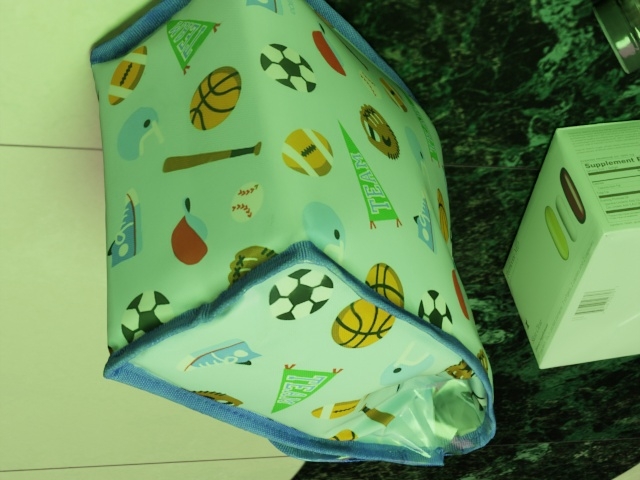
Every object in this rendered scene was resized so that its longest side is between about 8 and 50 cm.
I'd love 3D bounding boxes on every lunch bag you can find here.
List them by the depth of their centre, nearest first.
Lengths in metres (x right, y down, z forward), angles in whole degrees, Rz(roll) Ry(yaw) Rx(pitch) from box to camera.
[{"bbox_3d":[0.000,0.000,0.935,0.239,0.328,0.385,-29,144,28],"label":"lunch bag"}]

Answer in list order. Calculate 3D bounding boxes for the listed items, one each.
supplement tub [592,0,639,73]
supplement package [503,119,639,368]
[{"bbox_3d":[0.339,-0.220,0.936,0.198,0.106,0.106,-28,142,18],"label":"supplement tub"},{"bbox_3d":[0.343,0.004,1.210,0.204,0.145,0.262,-7,143,-11],"label":"supplement package"}]
